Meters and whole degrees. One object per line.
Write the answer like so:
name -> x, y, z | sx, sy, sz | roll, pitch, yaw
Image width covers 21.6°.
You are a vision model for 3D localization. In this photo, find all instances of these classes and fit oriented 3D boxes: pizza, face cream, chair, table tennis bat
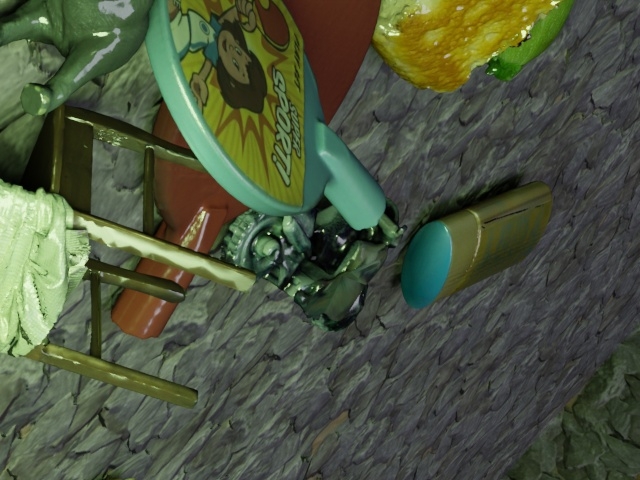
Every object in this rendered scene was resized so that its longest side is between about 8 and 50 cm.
pizza -> 0.176, -0.248, 1.584 | 0.297, 0.071, 0.189 | -31, 151, 25
face cream -> 0.199, 0.005, 2.160 | 0.285, 0.067, 0.139 | -21, 142, -55
chair -> -0.222, -0.005, 1.215 | 0.186, 0.319, 0.160 | -100, -148, -54
table tennis bat -> -0.039, -0.105, 1.303 | 0.044, 0.215, 0.329 | -18, 143, 24
table tennis bat -> -0.071, -0.092, 1.490 | 0.414, 0.051, 0.268 | -60, 157, 15

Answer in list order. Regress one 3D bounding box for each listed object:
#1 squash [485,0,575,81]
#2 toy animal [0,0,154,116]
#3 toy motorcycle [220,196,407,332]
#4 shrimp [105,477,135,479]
squash -> 0.230, -0.317, 1.660 | 0.107, 0.107, 0.395 | -33, 153, -40
toy animal -> -0.156, -0.205, 1.096 | 0.137, 0.082, 0.269 | -31, 147, -49
toy motorcycle -> 0.000, 0.000, 1.703 | 0.159, 0.106, 0.270 | -55, 148, -2
shrimp -> -0.259, 0.327, 1.768 | 0.161, 0.049, 0.166 | -24, 146, -46
